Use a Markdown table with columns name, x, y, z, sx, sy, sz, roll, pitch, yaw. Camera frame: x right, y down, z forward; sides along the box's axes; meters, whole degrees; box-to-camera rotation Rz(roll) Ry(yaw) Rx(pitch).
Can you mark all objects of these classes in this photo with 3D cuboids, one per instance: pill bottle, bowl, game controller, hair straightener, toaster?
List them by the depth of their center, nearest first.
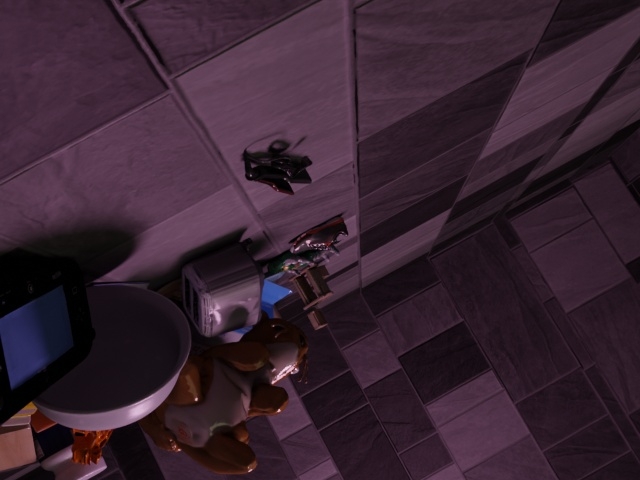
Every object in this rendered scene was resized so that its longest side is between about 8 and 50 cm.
| name | x | y | z | sx | sy | sz | roll | pitch | yaw |
| --- | --- | --- | --- | --- | --- | --- | --- | --- | --- |
| game controller | -0.411 | 0.134 | 1.063 | 0.067 | 0.166 | 0.319 | 4 | -167 | 8 |
| hair straightener | -0.062 | -0.125 | 1.243 | 0.089 | 0.047 | 0.230 | -32 | 164 | 14 |
| bowl | -0.367 | 0.218 | 1.276 | 0.298 | 0.298 | 0.134 | -22 | 135 | -32 |
| toaster | -0.208 | 0.105 | 1.599 | 0.146 | 0.129 | 0.227 | -21 | 143 | -27 |
| pill bottle | -0.654 | 0.484 | 1.895 | 0.153 | 0.265 | 0.153 | -28 | 170 | -6 |

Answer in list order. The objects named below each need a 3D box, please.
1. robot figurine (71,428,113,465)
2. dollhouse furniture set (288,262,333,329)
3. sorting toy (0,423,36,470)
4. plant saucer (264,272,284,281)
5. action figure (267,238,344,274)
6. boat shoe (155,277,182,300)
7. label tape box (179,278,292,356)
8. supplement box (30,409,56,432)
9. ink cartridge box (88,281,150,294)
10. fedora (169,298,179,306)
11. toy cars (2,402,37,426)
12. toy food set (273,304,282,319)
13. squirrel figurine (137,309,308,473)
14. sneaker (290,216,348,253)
| name | x | y | z | sx | sy | sz | roll | pitch | yaw |
| --- | --- | --- | --- | --- | --- | --- | --- | --- | --- |
| robot figurine | -0.518 | 0.385 | 1.815 | 0.291 | 0.085 | 0.211 | -72 | 175 | -55 |
| dollhouse furniture set | 0.018 | 0.166 | 2.380 | 0.101 | 0.182 | 0.161 | -36 | 167 | 31 |
| sorting toy | -0.794 | 0.459 | 1.708 | 0.255 | 0.089 | 0.257 | -9 | 151 | -23 |
| plant saucer | -0.182 | 0.118 | 2.091 | 0.192 | 0.018 | 0.067 | -21 | 166 | -34 |
| action figure | -0.053 | 0.053 | 2.021 | 0.232 | 0.063 | 0.137 | -15 | 166 | -41 |
| boat shoe | -0.303 | 0.109 | 1.660 | 0.135 | 0.045 | 0.050 | -19 | 165 | -42 |
| label tape box | -0.251 | 0.236 | 1.904 | 0.347 | 0.115 | 0.249 | -39 | 145 | 18 |
| supplement box | -0.611 | 0.364 | 1.786 | 0.078 | 0.080 | 0.233 | -28 | -174 | 10 |
| ink cartridge box | -0.441 | 0.164 | 1.466 | 0.208 | 0.045 | 0.206 | -62 | 164 | 6 |
| fedora | -0.396 | 0.250 | 1.708 | 0.244 | 0.124 | 0.275 | -41 | -177 | -41 |
| toy cars | -0.542 | 0.338 | 1.569 | 0.393 | 0.087 | 0.176 | -4 | 172 | 6 |
| toy food set | -0.182 | 0.357 | 2.647 | 0.092 | 0.220 | 0.306 | -24 | 169 | -24 |
| squirrel figurine | -0.216 | 0.322 | 1.734 | 0.397 | 0.281 | 0.370 | -29 | -170 | 45 |
| sneaker | 0.000 | 0.000 | 1.885 | 0.158 | 0.065 | 0.061 | -29 | 169 | -2 |
